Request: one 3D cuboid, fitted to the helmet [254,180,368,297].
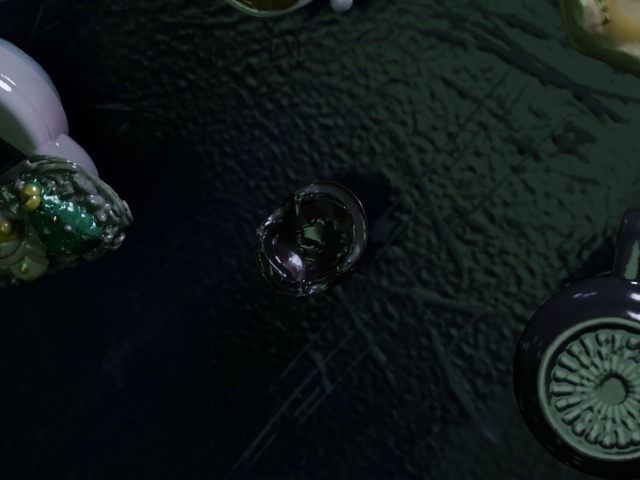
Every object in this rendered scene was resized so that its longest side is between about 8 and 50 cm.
[{"bbox_3d":[0.000,0.000,1.254,0.123,0.070,0.098,-36,77,15],"label":"helmet"}]

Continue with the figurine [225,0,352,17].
[{"bbox_3d":[-0.096,-0.303,1.210,0.274,0.133,0.194,17,82,21],"label":"figurine"}]

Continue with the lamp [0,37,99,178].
[{"bbox_3d":[-0.319,-0.117,1.319,0.246,0.108,0.179,45,141,-15],"label":"lamp"}]

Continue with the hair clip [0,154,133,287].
[{"bbox_3d":[-0.330,0.008,1.295,0.321,0.091,0.138,-14,132,41],"label":"hair clip"}]

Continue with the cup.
[{"bbox_3d":[0.263,0.082,1.122,0.169,0.176,0.223,11,100,19],"label":"cup"}]

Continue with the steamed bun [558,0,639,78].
[{"bbox_3d":[0.219,-0.344,1.071,0.247,0.189,0.428,-6,107,-19],"label":"steamed bun"}]
